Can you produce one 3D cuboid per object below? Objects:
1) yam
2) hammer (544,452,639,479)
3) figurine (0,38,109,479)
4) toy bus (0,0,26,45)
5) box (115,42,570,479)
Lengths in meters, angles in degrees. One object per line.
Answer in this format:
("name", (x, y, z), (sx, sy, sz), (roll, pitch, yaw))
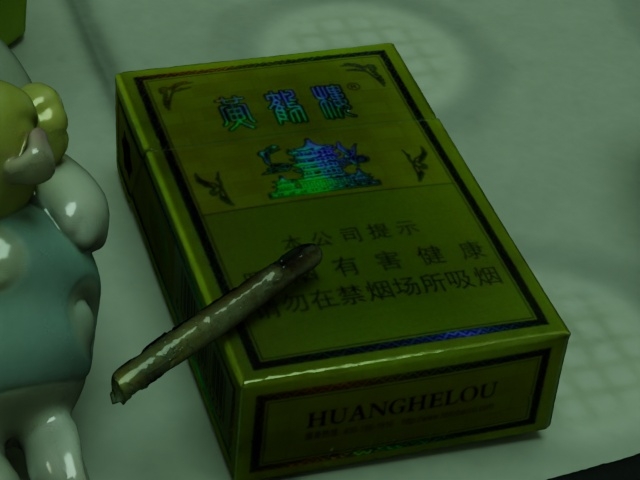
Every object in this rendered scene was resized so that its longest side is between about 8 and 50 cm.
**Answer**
("yam", (-0.039, 0.030, 0.692), (0.107, 0.014, 0.014), (-35, 54, -29))
("hammer", (0.059, 0.115, 0.687), (0.246, 0.029, 0.103), (-11, 42, -24))
("figurine", (-0.138, 0.006, 0.696), (0.127, 0.155, 0.235), (-2, 42, -35))
("toy bus", (-0.214, -0.205, 0.856), (0.150, 0.262, 0.128), (30, 44, 22))
("box", (0.000, 0.000, 0.791), (0.141, 0.064, 0.220), (-9, 43, -16))
